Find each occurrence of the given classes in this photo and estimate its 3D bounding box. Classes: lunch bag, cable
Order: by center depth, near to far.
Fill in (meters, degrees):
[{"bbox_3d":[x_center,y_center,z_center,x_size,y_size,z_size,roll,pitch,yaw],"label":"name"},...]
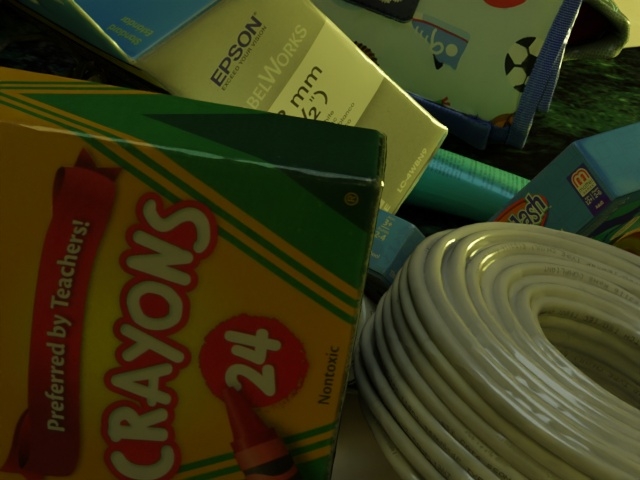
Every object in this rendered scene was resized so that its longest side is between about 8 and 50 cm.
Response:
[{"bbox_3d":[0.145,0.089,0.920,0.257,0.089,0.257,19,26,-19],"label":"cable"},{"bbox_3d":[0.084,-0.280,1.573,0.328,0.239,0.385,21,57,3],"label":"lunch bag"}]

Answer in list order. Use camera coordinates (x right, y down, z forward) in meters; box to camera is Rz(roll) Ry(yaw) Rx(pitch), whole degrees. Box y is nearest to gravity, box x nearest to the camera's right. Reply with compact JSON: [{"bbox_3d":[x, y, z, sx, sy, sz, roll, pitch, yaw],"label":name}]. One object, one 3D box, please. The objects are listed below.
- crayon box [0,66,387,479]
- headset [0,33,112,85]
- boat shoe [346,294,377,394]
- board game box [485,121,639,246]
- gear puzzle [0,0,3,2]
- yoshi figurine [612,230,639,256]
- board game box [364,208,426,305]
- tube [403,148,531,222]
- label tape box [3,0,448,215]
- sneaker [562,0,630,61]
[{"bbox_3d":[-0.140,0.025,0.872,0.319,0.202,0.081,9,22,0],"label":"crayon box"},{"bbox_3d":[-0.325,-0.056,1.130,0.394,0.185,0.243,-7,21,-1],"label":"headset"},{"bbox_3d":[-0.038,0.041,1.060,0.219,0.077,0.070,26,-8,41],"label":"boat shoe"},{"bbox_3d":[0.182,-0.018,1.172,0.210,0.160,0.047,-17,68,-49],"label":"board game box"},{"bbox_3d":[-0.252,-0.224,1.612,0.339,0.044,0.175,9,-2,-21],"label":"gear puzzle"},{"bbox_3d":[0.362,-0.013,1.196,0.362,0.203,0.203,-1,18,-32],"label":"yoshi figurine"},{"bbox_3d":[0.000,0.000,1.091,0.211,0.039,0.160,26,-11,35],"label":"board game box"},{"bbox_3d":[0.114,-0.038,1.339,0.207,0.052,0.080,16,27,1],"label":"tube"},{"bbox_3d":[-0.103,-0.152,1.209,0.249,0.115,0.348,32,-6,42],"label":"label tape box"},{"bbox_3d":[0.191,-0.225,1.744,0.262,0.104,0.125,-3,29,-25],"label":"sneaker"}]
